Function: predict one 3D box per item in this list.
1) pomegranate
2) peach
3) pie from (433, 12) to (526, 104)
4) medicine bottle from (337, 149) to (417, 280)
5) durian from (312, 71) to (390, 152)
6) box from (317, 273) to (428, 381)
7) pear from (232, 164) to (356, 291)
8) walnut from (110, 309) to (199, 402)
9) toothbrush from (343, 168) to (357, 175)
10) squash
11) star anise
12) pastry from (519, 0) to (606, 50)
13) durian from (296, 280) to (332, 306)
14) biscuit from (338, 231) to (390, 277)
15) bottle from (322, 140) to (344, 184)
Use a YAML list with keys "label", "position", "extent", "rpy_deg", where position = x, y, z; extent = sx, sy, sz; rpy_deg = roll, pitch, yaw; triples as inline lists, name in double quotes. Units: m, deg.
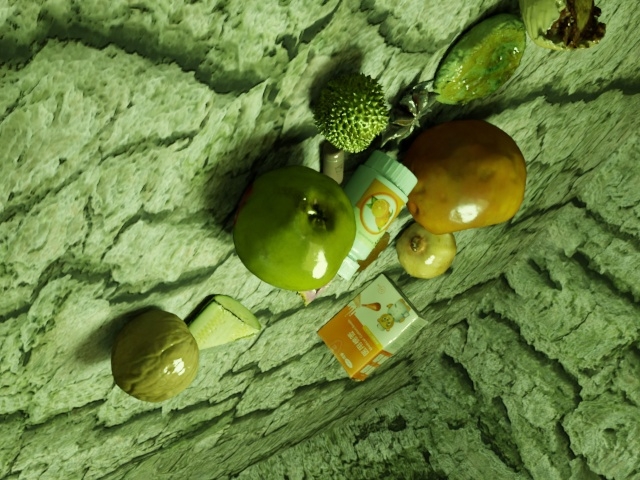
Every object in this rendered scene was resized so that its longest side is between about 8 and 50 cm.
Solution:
- label: "pomegranate"
  position: [0.352, 0.027, 2.521]
  extent: [0.207, 0.207, 0.207]
  rpy_deg: [-31, 155, -16]
- label: "peach"
  position: [0.389, -0.180, 2.062]
  extent: [0.342, 0.302, 0.343]
  rpy_deg: [-13, 177, -1]
- label: "pie"
  position: [0.404, -0.441, 1.884]
  extent: [0.277, 0.078, 0.277]
  rpy_deg: [-30, 153, -17]
- label: "medicine bottle"
  position: [0.103, -0.068, 1.938]
  extent: [0.318, 0.158, 0.158]
  rpy_deg: [-54, 156, -2]
- label: "durian"
  position: [0.066, -0.266, 1.629]
  extent: [0.159, 0.146, 0.198]
  rpy_deg: [-27, 150, -20]
- label: "box"
  position: [0.186, 0.321, 2.758]
  extent: [0.341, 0.225, 0.143]
  rpy_deg: [-43, 154, 9]
- label: "pear"
  position: [-0.071, -0.019, 1.747]
  extent: [0.287, 0.287, 0.375]
  rpy_deg: [-26, 172, -26]
- label: "walnut"
  position: [-0.414, 0.290, 1.875]
  extent: [0.228, 0.228, 0.228]
  rpy_deg: [-31, 155, -16]
- label: "toothbrush"
  position: [0.082, -0.178, 1.974]
  extent: [0.193, 0.013, 0.019]
  rpy_deg: [-16, 152, -42]
- label: "squash"
  position: [-0.309, 0.273, 2.109]
  extent: [0.169, 0.093, 0.252]
  rpy_deg: [37, 108, -20]
- label: "star anise"
  position: [0.211, -0.311, 1.857]
  extent: [0.180, 0.061, 0.204]
  rpy_deg: [-42, 164, -24]
- label: "pastry"
  position: [0.552, -0.565, 1.770]
  extent: [0.256, 0.170, 0.237]
  rpy_deg: [-19, 109, -45]
- label: "durian"
  position: [0.001, 0.000, 2.070]
  extent: [0.191, 0.112, 0.341]
  rpy_deg: [39, 88, -36]
- label: "biscuit"
  position: [0.126, 0.053, 2.427]
  extent: [0.182, 0.034, 0.215]
  rpy_deg: [-13, 148, -43]
- label: "bottle"
  position: [0.030, -0.186, 1.838]
  extent: [0.053, 0.053, 0.140]
  rpy_deg: [-31, 155, -16]
